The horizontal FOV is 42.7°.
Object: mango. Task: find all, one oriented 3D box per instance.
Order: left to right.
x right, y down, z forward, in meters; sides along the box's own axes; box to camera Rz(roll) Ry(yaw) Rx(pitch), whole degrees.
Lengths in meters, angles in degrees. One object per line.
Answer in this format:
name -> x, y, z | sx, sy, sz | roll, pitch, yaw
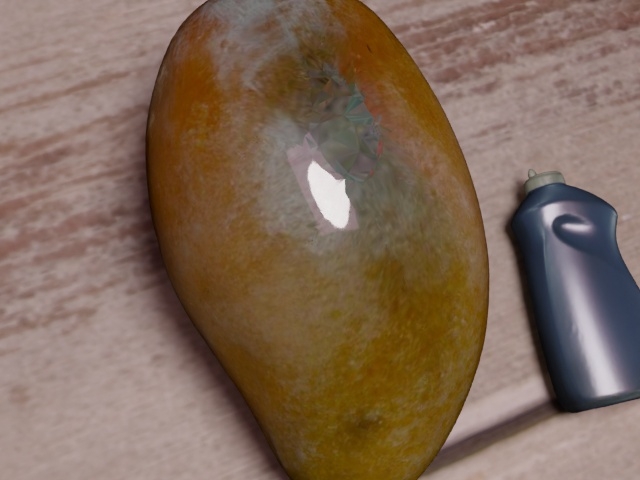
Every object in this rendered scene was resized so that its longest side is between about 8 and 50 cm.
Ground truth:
mango -> 0.000, 0.000, 0.568 | 0.221, 0.199, 0.384 | -9, 87, -23

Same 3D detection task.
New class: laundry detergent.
laundry detergent -> 0.214, 0.033, 0.677 | 0.096, 0.061, 0.206 | -12, 75, -9
